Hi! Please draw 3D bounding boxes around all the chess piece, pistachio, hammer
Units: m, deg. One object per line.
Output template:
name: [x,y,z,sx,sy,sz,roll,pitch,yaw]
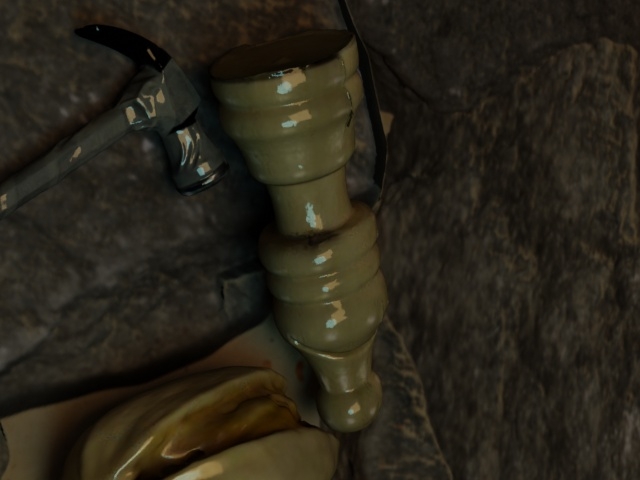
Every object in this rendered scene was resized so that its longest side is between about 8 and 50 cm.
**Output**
chess piece: [0.000,0.000,1.191,0.124,0.139,0.307,-17,107,-16]
pistachio: [-0.086,0.176,1.114,0.229,0.157,0.157,-26,107,-39]
hammer: [-0.245,0.001,1.050,0.427,0.044,0.152,-41,113,-28]
